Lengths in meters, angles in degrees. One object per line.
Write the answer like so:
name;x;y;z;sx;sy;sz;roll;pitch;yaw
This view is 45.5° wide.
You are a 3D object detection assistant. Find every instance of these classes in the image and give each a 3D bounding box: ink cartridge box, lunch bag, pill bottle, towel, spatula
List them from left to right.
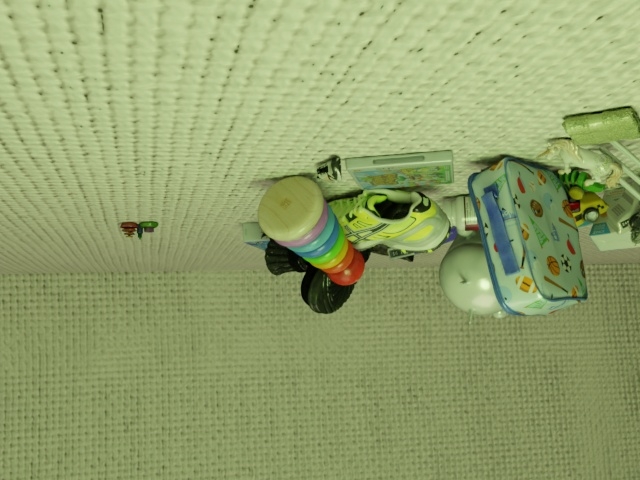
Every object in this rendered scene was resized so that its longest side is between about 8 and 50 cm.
ink cartridge box;0.332;-0.002;2.255;0.206;0.045;0.208;-20;180;-23
pill bottle;0.368;-0.066;1.812;0.151;0.086;0.086;-3;173;11
lunch bag;0.389;-0.011;1.450;0.243;0.304;0.115;3;158;-45
towel;0.443;-0.174;1.194;0.110;0.027;0.148;-7;172;26
ink cartridge box;0.709;-0.067;1.781;0.104;0.181;0.061;-10;132;50
spatula;0.565;-0.090;1.304;0.019;0.242;0.168;-44;170;0

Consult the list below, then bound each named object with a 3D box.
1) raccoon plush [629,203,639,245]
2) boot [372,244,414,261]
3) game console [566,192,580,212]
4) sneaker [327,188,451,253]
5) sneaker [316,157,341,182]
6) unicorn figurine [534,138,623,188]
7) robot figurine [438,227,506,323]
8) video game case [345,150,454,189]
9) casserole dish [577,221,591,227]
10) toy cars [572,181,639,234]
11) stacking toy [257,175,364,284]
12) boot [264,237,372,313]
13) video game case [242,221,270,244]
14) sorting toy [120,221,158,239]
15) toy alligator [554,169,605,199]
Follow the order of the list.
raccoon plush;0.655;-0.124;1.385;0.446;0.216;0.299;42;162;-35
boot;0.161;0.014;2.448;0.228;0.091;0.263;-6;162;33
game console;0.480;-0.097;1.638;0.143;0.124;0.085;-4;143;20
sneaker;0.097;-0.061;1.732;0.384;0.145;0.147;-3;144;26
sneaker;0.016;-0.126;1.401;0.043;0.040;0.109;1;172;-5
unicorn figurine;0.448;-0.139;1.330;0.161;0.060;0.111;8;165;8
robot figurine;0.426;0.051;1.952;0.199;0.300;0.353;-11;-152;39
video game case;0.158;-0.132;1.466;0.193;0.023;0.212;-3;173;10
casserole dish;0.717;-0.061;2.174;0.114;0.037;0.188;-1;172;-9
toy cars;0.632;-0.084;1.708;0.393;0.087;0.176;-11;-153;50
stacking toy;0.000;0.000;1.618;0.141;0.141;0.330;-5;152;24
boot;-0.037;0.058;1.909;0.260;0.131;0.348;2;-151;25
video game case;-0.072;-0.012;2.229;0.244;0.061;0.269;-5;172;12
sorting toy;-0.488;-0.026;2.058;0.101;0.042;0.061;-1;173;-9
toy alligator;0.492;-0.121;1.578;0.189;0.056;0.051;4;138;48
